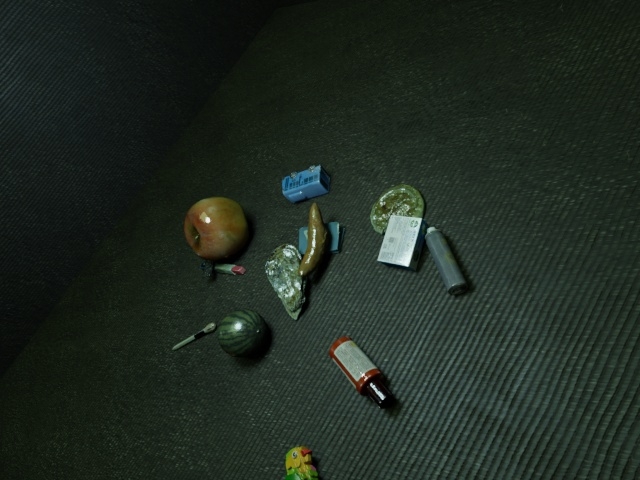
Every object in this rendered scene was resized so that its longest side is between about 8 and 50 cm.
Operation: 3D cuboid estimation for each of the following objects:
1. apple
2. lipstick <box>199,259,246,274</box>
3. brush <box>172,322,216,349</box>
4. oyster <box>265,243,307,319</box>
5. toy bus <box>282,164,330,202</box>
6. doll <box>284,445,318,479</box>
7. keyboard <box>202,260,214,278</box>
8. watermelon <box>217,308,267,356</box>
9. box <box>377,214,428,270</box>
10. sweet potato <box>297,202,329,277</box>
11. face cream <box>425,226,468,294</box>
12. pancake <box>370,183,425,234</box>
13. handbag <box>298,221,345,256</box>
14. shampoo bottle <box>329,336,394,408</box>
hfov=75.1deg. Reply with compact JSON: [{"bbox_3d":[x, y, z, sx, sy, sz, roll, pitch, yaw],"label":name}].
[{"bbox_3d":[-0.527,-0.063,2.160,0.339,0.305,0.337,20,118,42],"label":"apple"},{"bbox_3d":[-0.512,0.146,2.183,0.313,0.051,0.051,3,58,38],"label":"lipstick"},{"bbox_3d":[-0.627,0.480,2.051,0.300,0.039,0.042,-31,48,18],"label":"brush"},{"bbox_3d":[-0.141,0.174,1.823,0.163,0.158,0.350,-25,61,19],"label":"oyster"},{"bbox_3d":[-0.077,-0.278,2.099,0.234,0.116,0.133,-14,57,27],"label":"toy bus"},{"bbox_3d":[-0.068,0.782,1.369,0.134,0.106,0.186,-32,45,30],"label":"doll"},{"bbox_3d":[-0.589,0.118,2.215,0.064,0.010,0.197,-22,42,19],"label":"keyboard"},{"bbox_3d":[-0.327,0.392,1.766,0.212,0.212,0.211,-20,51,26],"label":"watermelon"},{"bbox_3d":[0.318,0.007,1.608,0.140,0.073,0.193,10,78,39],"label":"box"},{"bbox_3d":[-0.018,0.005,1.805,0.092,0.114,0.340,-18,57,56],"label":"sweet potato"},{"bbox_3d":[0.444,0.062,1.498,0.073,0.073,0.283,-29,47,18],"label":"face cream"},{"bbox_3d":[0.320,-0.130,1.750,0.254,0.037,0.253,-18,54,28],"label":"pancake"},{"bbox_3d":[0.000,0.000,1.898,0.221,0.057,0.144,-8,64,32],"label":"handbag"},{"bbox_3d":[0.144,0.457,1.432,0.104,0.104,0.278,-48,44,0],"label":"shampoo bottle"}]
